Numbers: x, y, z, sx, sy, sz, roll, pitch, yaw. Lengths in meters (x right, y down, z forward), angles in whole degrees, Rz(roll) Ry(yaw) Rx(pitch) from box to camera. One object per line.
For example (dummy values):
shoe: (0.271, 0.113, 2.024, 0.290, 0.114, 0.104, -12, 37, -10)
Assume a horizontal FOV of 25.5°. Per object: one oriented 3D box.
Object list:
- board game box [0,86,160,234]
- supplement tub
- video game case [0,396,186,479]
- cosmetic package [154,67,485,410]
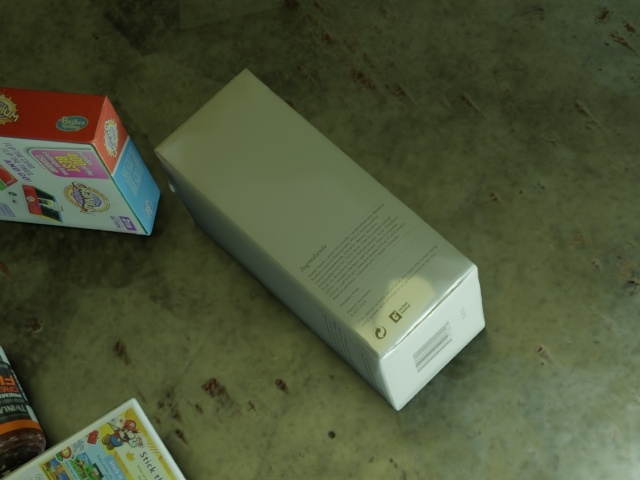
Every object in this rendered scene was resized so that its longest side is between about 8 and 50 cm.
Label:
board game box: (-0.374, -0.098, 1.680, 0.316, 0.242, 0.064, 6, 66, 12)
supplement tub: (-0.383, 0.209, 1.625, 0.106, 0.106, 0.198, -31, 66, -4)
video game case: (-0.234, 0.321, 1.547, 0.206, 0.026, 0.227, -32, 90, -5)
cosmetic package: (0.000, 0.000, 1.599, 0.155, 0.197, 0.365, -43, 68, -9)
